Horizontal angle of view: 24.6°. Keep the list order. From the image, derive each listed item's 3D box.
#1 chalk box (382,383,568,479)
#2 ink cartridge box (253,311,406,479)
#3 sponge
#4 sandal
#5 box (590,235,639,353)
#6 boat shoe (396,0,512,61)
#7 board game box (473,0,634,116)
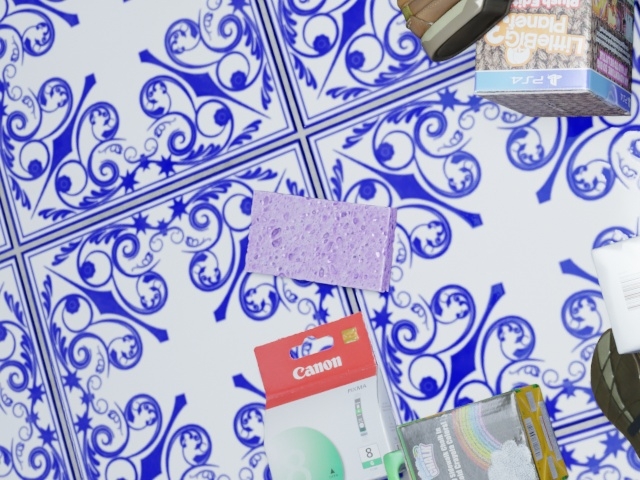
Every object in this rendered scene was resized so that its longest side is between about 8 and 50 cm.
[{"bbox_3d":[0.187,0.278,1.885,0.213,0.132,0.132,-20,81,22],"label":"chalk box"},{"bbox_3d":[0.003,0.230,2.009,0.181,0.056,0.225,-20,82,21],"label":"ink cartridge box"},{"bbox_3d":[0.000,0.000,2.031,0.210,0.031,0.117,8,91,24],"label":"sponge"},{"bbox_3d":[0.407,0.207,1.824,0.090,0.060,0.219,-57,49,32],"label":"sandal"},{"bbox_3d":[0.405,0.063,1.779,0.091,0.170,0.130,-18,81,23],"label":"box"},{"bbox_3d":[0.213,-0.335,1.661,0.307,0.110,0.104,-37,75,19],"label":"boat shoe"},{"bbox_3d":[0.295,-0.309,1.811,0.141,0.232,0.291,2,88,24],"label":"board game box"}]
